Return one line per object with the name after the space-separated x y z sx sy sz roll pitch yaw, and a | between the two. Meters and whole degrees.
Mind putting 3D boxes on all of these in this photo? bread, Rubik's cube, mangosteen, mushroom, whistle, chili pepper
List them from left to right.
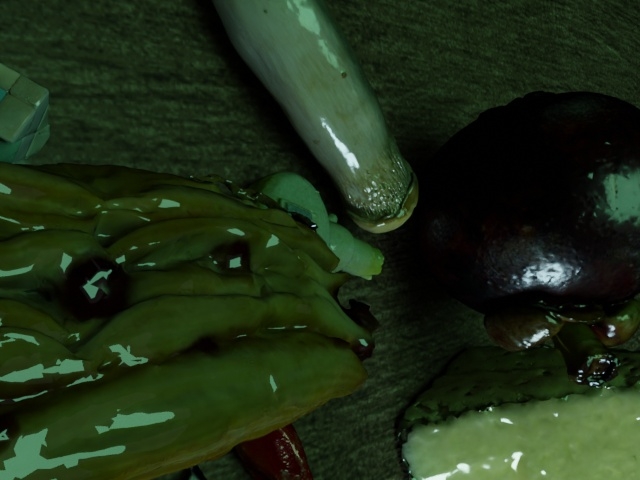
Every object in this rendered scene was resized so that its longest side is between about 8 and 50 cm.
-0.217 -0.067 0.505 0.084 0.075 0.073 96 16 -58 | Rubik's cube
-0.155 0.042 0.423 0.324 0.277 0.167 -10 89 -47 | bread
-0.043 0.181 0.699 0.191 0.059 0.050 63 36 -20 | chili pepper
-0.009 -0.157 0.755 0.351 0.095 0.123 59 11 -28 | mushroom
0.000 0.000 0.771 0.198 0.057 0.104 23 63 -46 | whistle
0.260 -0.020 0.892 0.297 0.297 0.293 -39 97 -45 | mangosteen
0.280 0.263 0.898 0.279 0.315 0.249 -26 104 -38 | bread

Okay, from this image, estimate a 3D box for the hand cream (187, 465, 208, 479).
-0.123 0.328 0.570 0.121 0.076 0.336 63 33 -31 | hand cream
